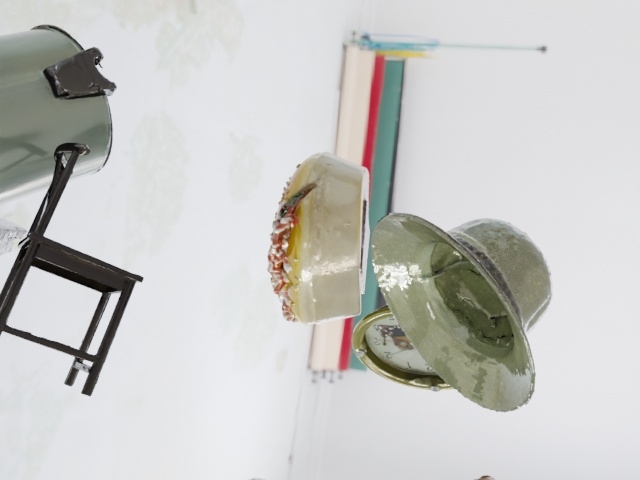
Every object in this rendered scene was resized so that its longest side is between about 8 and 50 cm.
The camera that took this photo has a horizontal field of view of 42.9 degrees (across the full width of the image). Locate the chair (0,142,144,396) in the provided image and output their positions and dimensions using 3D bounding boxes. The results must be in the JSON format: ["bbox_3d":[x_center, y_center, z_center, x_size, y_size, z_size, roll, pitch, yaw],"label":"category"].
[{"bbox_3d":[-0.295,0.033,0.961,0.154,0.141,0.260,-9,59,64],"label":"chair"}]

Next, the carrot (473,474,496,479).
[{"bbox_3d":[0.323,0.496,1.402,0.205,0.072,0.072,-124,30,-62],"label":"carrot"}]

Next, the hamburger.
[{"bbox_3d":[0.000,0.000,1.248,0.295,0.151,0.227,82,-165,-53],"label":"hamburger"}]

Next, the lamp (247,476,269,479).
[{"bbox_3d":[-0.068,0.375,0.837,0.244,0.197,0.198,-66,-24,-23],"label":"lamp"}]

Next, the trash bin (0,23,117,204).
[{"bbox_3d":[-0.444,-0.152,1.065,0.262,0.277,0.217,-28,-86,-45],"label":"trash bin"}]

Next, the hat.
[{"bbox_3d":[0.186,0.053,0.920,0.130,0.257,0.257,-32,-44,-22],"label":"hat"}]

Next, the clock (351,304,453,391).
[{"bbox_3d":[0.168,0.162,1.318,0.237,0.237,0.057,77,-160,-47],"label":"clock"}]

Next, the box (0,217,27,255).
[{"bbox_3d":[-0.755,-0.044,1.524,0.350,0.359,0.091,-178,105,-78],"label":"box"}]
